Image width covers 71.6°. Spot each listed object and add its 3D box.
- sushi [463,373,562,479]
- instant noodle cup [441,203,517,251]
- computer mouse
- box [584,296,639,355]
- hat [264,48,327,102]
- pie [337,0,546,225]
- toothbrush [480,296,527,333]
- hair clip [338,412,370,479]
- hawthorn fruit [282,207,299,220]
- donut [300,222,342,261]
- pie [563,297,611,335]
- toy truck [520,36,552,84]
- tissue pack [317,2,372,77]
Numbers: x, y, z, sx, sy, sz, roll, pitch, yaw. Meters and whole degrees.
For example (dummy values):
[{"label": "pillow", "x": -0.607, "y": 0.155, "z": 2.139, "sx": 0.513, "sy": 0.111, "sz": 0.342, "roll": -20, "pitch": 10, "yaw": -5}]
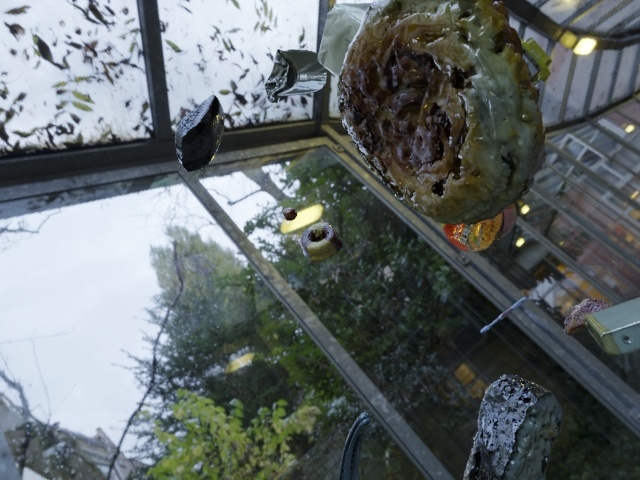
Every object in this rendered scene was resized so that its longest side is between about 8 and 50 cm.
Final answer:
[{"label": "sushi", "x": 0.511, "y": 0.545, "z": 1.201, "sx": 0.210, "sy": 0.170, "sz": 0.350, "roll": 32, "pitch": -106, "yaw": -30}, {"label": "instant noodle cup", "x": 0.528, "y": -0.077, "z": 1.443, "sx": 0.174, "sy": 0.213, "sz": 0.213, "roll": -10, "pitch": -41, "yaw": -45}, {"label": "computer mouse", "x": -0.380, "y": -0.356, "z": 1.486, "sx": 0.168, "sy": 0.087, "sz": 0.295, "roll": 85, "pitch": -156, "yaw": -50}, {"label": "box", "x": 0.560, "y": 0.123, "z": 0.739, "sx": 0.210, "sy": 0.045, "sz": 0.270, "roll": -27, "pitch": -14, "yaw": 21}, {"label": "hat", "x": -0.102, "y": -0.630, "z": 1.761, "sx": 0.244, "sy": 0.215, "sz": 0.149, "roll": 8, "pitch": -13, "yaw": -6}, {"label": "pie", "x": 0.126, "y": -0.139, "z": 0.519, "sx": 0.085, "sy": 0.308, "sz": 0.308, "roll": -27, "pitch": -30, "yaw": -24}, {"label": "toothbrush", "x": 0.498, "y": 0.198, "z": 1.195, "sx": 0.193, "sy": 0.013, "sz": 0.019, "roll": -27, "pitch": -19, "yaw": -25}, {"label": "hair clip", "x": 0.060, "y": 0.430, "z": 0.840, "sx": 0.048, "sy": 0.083, "sz": 0.275, "roll": -10, "pitch": -66, "yaw": -27}, {"label": "hawthorn fruit", "x": -0.131, "y": -0.130, "z": 2.118, "sx": 0.103, "sy": 0.067, "sz": 0.066, "roll": -18, "pitch": -12, "yaw": 29}, {"label": "donut", "x": 0.000, "y": 0.000, "z": 1.376, "sx": 0.140, "sy": 0.140, "sz": 0.059, "roll": -37, "pitch": -52, "yaw": -14}, {"label": "pie", "x": 0.785, "y": 0.220, "z": 1.316, "sx": 0.034, "sy": 0.092, "sz": 0.170, "roll": 20, "pitch": -42, "yaw": -17}, {"label": "toy truck", "x": 0.360, "y": -0.309, "z": 0.950, "sx": 0.111, "sy": 0.136, "sz": 0.286, "roll": -40, "pitch": 0, "yaw": -21}, {"label": "tissue pack", "x": 0.221, "y": -0.538, "z": 1.309, "sx": 0.297, "sy": 0.380, "sz": 0.207, "roll": -19, "pitch": -37, "yaw": -33}]
